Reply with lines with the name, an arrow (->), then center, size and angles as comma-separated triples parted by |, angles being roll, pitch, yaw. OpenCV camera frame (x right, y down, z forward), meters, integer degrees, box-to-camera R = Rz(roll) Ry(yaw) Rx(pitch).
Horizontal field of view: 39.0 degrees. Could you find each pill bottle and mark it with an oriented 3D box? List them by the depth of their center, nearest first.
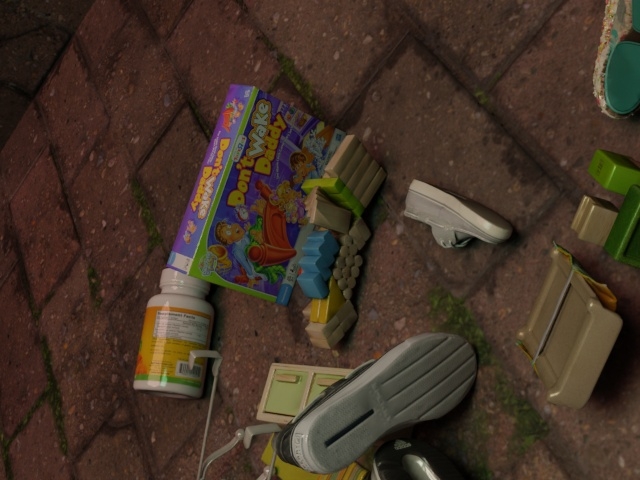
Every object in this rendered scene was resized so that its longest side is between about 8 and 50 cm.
pill bottle -> -0.285, 0.185, 1.797 | 0.136, 0.136, 0.246 | -10, 66, 45

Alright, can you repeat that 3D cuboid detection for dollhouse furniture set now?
dollhouse furniture set -> 0.389, 0.063, 1.153 | 0.197, 0.151, 0.301 | -93, 20, -69

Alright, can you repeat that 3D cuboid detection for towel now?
towel -> -0.012, 0.378, 1.509 | 0.237, 0.021, 0.102 | 26, 88, 50

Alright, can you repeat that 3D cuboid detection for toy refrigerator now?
toy refrigerator -> 0.022, 0.262, 1.451 | 0.269, 0.094, 0.102 | -3, 64, 47

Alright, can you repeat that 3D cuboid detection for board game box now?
board game box -> -0.112, -0.077, 1.646 | 0.078, 0.233, 0.347 | 16, 87, 50

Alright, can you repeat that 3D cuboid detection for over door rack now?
over door rack -> -0.123, 0.366, 1.505 | 0.239, 0.108, 0.324 | 39, 136, 49

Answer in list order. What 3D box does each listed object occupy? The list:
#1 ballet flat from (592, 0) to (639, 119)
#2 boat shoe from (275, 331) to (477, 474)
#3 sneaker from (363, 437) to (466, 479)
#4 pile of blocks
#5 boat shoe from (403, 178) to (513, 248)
ballet flat -> 0.429, -0.274, 1.273 | 0.077, 0.091, 0.241 | 148, 140, -74
boat shoe -> 0.075, 0.216, 1.273 | 0.119, 0.335, 0.121 | -9, 99, 56
sneaker -> 0.172, 0.507, 1.187 | 0.447, 0.169, 0.257 | 55, 134, 38
pile of blocks -> 0.000, 0.000, 1.555 | 0.112, 0.149, 0.362 | 0, 74, 47
boat shoe -> 0.208, -0.027, 1.404 | 0.227, 0.079, 0.081 | 35, 110, 54
